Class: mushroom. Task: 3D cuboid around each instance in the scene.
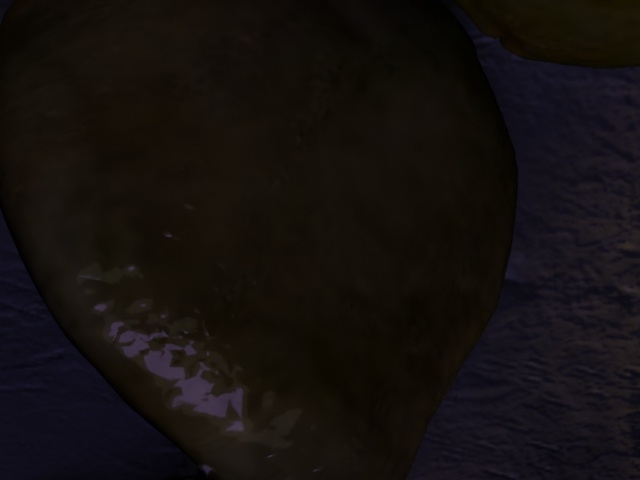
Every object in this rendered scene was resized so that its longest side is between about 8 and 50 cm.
[{"bbox_3d":[-0.001,0.001,0.736,0.212,0.217,0.292,-26,125,9],"label":"mushroom"}]

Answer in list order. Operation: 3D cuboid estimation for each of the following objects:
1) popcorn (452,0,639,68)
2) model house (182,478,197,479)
[{"bbox_3d":[0.124,-0.179,0.635,0.204,0.184,0.221,-6,121,5],"label":"popcorn"},{"bbox_3d":[-0.054,0.345,0.924,0.251,0.329,0.295,-9,126,-3],"label":"model house"}]
